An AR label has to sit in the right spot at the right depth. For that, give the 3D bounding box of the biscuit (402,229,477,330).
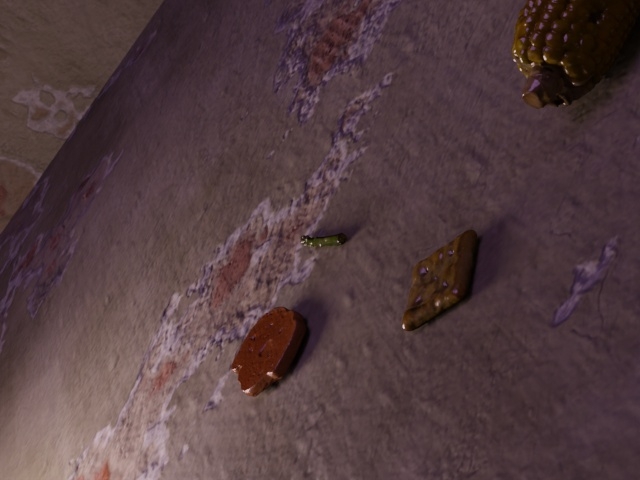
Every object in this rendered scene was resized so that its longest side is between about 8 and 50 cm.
[{"bbox_3d":[0.107,0.036,1.302,0.083,0.018,0.081,-36,28,43],"label":"biscuit"}]

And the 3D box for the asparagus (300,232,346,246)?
[{"bbox_3d":[0.000,0.000,1.609,0.015,0.014,0.114,-27,10,-23],"label":"asparagus"}]

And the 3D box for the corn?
[{"bbox_3d":[0.248,-0.229,1.280,0.261,0.097,0.097,-59,20,-12],"label":"corn"}]

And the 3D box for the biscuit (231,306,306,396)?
[{"bbox_3d":[-0.054,0.117,1.543,0.102,0.019,0.130,-56,20,-2],"label":"biscuit"}]
